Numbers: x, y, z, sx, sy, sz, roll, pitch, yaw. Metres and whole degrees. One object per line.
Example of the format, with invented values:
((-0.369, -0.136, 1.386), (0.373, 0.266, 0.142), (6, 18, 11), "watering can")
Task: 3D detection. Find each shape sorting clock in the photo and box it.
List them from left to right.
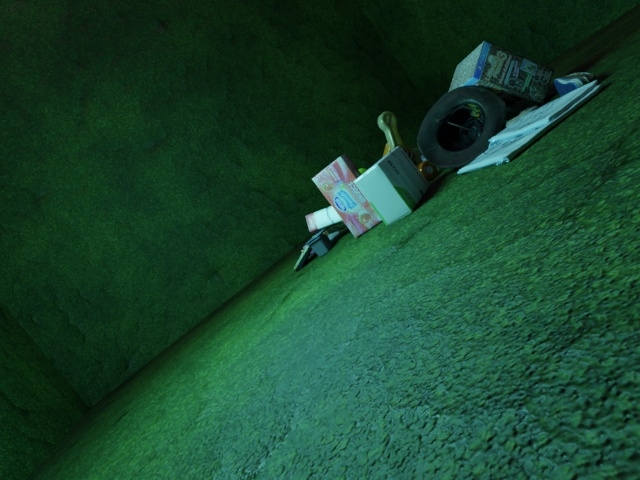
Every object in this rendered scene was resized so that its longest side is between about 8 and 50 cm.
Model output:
((-0.075, 0.060, 2.066), (0.206, 0.040, 0.206), (-63, -3, -6), "shape sorting clock")

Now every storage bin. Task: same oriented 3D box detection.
((0.008, 0.011, 1.933), (0.098, 0.091, 0.135), (-35, 6, 21), "storage bin")

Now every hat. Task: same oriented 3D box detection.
((0.529, -0.398, 1.557), (0.331, 0.331, 0.134), (-36, -32, 16), "hat")

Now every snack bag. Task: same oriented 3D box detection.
((0.586, -0.316, 1.236), (0.342, 0.037, 0.323), (-37, 5, -3), "snack bag")

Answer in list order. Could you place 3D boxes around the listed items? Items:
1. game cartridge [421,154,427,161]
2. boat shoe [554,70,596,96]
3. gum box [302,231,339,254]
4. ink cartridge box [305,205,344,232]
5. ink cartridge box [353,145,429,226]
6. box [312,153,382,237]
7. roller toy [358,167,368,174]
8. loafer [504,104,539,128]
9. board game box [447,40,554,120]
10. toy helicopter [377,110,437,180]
((0.569, -0.449, 2.499), (0.230, 0.068, 0.355), (-45, 9, -33), "game cartridge")
((0.783, -0.481, 1.283), (0.066, 0.066, 0.183), (-31, 16, 17), "boat shoe")
((0.000, 0.000, 2.260), (0.188, 0.062, 0.107), (-40, 5, -32), "gum box")
((0.063, -0.102, 2.029), (0.217, 0.092, 0.158), (-21, -16, 20), "ink cartridge box")
((0.262, -0.200, 1.488), (0.114, 0.198, 0.273), (-35, 5, 36), "ink cartridge box")
((0.122, -0.180, 1.684), (0.154, 0.300, 0.142), (-35, 5, 20), "box")
((0.239, -0.213, 1.836), (0.146, 0.209, 0.191), (-29, 34, 59), "roller toy")
((0.688, -0.425, 1.431), (0.125, 0.039, 0.045), (-39, -28, 1), "loafer")
((0.685, -0.605, 1.618), (0.232, 0.290, 0.141), (-169, 97, -83), "board game box")
((0.313, -0.364, 1.742), (0.234, 0.355, 0.140), (-20, -1, -21), "toy helicopter")
